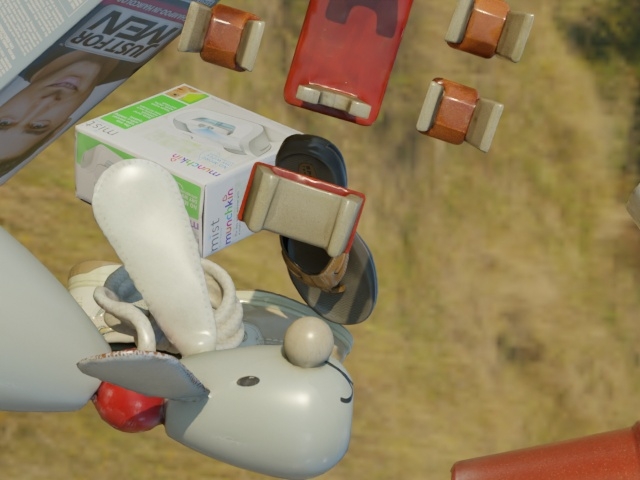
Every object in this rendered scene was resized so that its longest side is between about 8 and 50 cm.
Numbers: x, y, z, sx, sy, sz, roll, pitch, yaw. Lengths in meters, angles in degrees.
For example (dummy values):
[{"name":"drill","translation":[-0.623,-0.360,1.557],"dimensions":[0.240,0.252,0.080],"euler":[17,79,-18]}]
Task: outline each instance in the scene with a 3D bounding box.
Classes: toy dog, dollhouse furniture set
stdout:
[{"name":"toy dog","translation":[-0.140,0.016,0.804],"dimensions":[0.220,0.334,0.161],"euler":[58,-43,48]},{"name":"dollhouse furniture set","translation":[0.012,-0.125,1.312],"dimensions":[0.135,0.262,0.259],"euler":[-93,-159,-82]}]

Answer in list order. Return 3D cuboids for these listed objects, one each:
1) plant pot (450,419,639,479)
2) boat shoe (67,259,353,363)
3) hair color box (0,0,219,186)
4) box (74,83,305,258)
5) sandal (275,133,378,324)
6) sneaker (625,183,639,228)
[{"name":"plant pot","translation":[0.278,0.316,1.638],"dimensions":[0.272,0.265,0.272],"euler":[-7,90,-82]},{"name":"boat shoe","translation":[-0.114,0.102,1.589],"dimensions":[0.109,0.302,0.098],"euler":[139,-39,-59]},{"name":"hair color box","translation":[-0.292,-0.210,1.672],"dimensions":[0.113,0.374,0.185],"euler":[59,20,14]},{"name":"box","translation":[-0.186,-0.103,2.275],"dimensions":[0.231,0.262,0.126],"euler":[-26,131,-44]},{"name":"sandal","translation":[0.000,0.000,1.499],"dimensions":[0.060,0.090,0.219],"euler":[-70,158,-49]},{"name":"sneaker","translation":[0.389,0.013,1.547],"dimensions":[0.169,0.108,0.292],"euler":[66,12,25]}]
